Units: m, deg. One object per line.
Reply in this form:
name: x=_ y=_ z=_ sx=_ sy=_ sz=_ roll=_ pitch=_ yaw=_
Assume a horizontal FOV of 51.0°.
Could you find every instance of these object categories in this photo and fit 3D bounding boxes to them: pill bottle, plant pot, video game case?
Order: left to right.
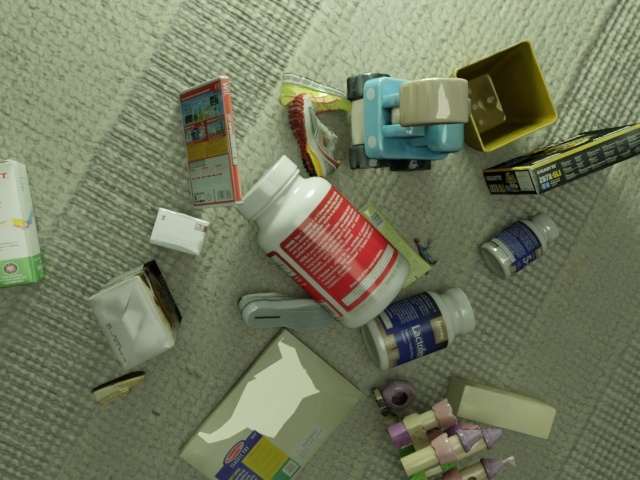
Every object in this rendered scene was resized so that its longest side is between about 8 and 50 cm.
video game case: x=-0.258 y=-0.219 z=1.561 sx=0.025 sy=0.204 sz=0.286 roll=-10 pitch=96 yaw=-38
pill bottle: x=0.000 y=0.000 z=1.603 sx=0.407 sy=0.229 sz=0.229 roll=44 pitch=85 yaw=-10
pill bottle: x=0.246 y=0.217 z=1.703 sx=0.264 sy=0.153 sz=0.153 roll=-19 pitch=97 yaw=-10
plant pot: x=0.429 y=-0.350 z=1.688 sx=0.212 sy=0.187 sz=0.212 roll=-24 pitch=98 yaw=-8
pill bottle: x=0.527 y=0.010 z=1.766 sx=0.186 sy=0.112 sz=0.112 roll=-34 pitch=99 yaw=-7

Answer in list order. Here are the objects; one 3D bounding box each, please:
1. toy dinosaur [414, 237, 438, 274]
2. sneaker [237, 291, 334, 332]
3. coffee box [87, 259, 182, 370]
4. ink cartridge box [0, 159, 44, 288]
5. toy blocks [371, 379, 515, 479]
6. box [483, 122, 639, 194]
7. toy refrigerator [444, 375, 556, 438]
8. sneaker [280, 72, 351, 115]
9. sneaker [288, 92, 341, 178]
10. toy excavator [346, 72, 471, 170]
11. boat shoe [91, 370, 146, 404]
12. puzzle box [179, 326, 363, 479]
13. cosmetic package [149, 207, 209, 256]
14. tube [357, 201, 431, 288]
toy dinosaur: x=0.270 y=0.034 z=1.756 sx=0.082 sy=0.047 sz=0.090 roll=36 pitch=97 yaw=7
sneaker: x=-0.082 y=0.165 z=1.667 sx=0.258 sy=0.091 sz=0.094 roll=9 pitch=117 yaw=-32
coffee box: x=-0.403 y=0.155 z=1.499 sx=0.118 sy=0.297 sz=0.168 roll=-25 pitch=99 yaw=-5
ink cartridge box: x=-0.756 y=-0.030 z=1.510 sx=0.201 sy=0.117 sz=0.278 roll=-8 pitch=95 yaw=-11
toy blocks: x=0.321 y=0.497 z=1.652 sx=0.260 sy=0.309 sz=0.289 roll=-24 pitch=114 yaw=0
box: x=0.613 y=-0.202 z=1.698 sx=0.321 sy=0.257 sz=0.079 roll=-21 pitch=96 yaw=-8
toy refrigerator: x=0.474 y=0.448 z=1.787 sx=0.269 sy=0.102 sz=0.094 roll=16 pitch=90 yaw=-12
sneaker: x=-0.005 y=-0.344 z=1.667 sx=0.208 sy=0.081 sz=0.094 roll=17 pitch=100 yaw=-8
sneaker: x=-0.012 y=-0.260 z=1.646 sx=0.092 sy=0.088 sz=0.225 roll=-29 pitch=126 yaw=-16
toy excavator: x=0.225 y=-0.277 z=1.469 sx=0.432 sy=0.445 sz=0.223 roll=-4 pitch=93 yaw=-41
boat shoe: x=-0.482 y=0.357 z=1.624 sx=0.135 sy=0.050 sz=0.045 roll=-20 pitch=100 yaw=1
puzzle box: x=-0.123 y=0.457 z=1.696 sx=0.272 sy=0.052 sz=0.409 roll=42 pitch=85 yaw=-11
cosmetic package: x=-0.324 y=-0.021 z=1.537 sx=0.117 sy=0.231 sz=0.086 roll=17 pitch=90 yaw=-11
tube: x=0.179 y=0.010 z=1.730 sx=0.240 sy=0.070 sz=0.062 roll=50 pitch=51 yaw=-12
